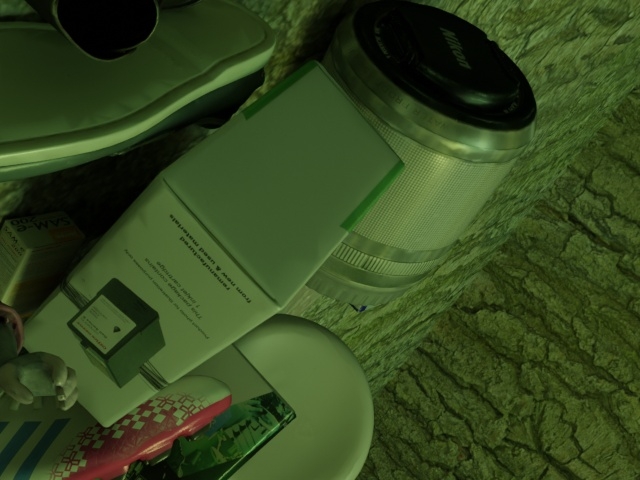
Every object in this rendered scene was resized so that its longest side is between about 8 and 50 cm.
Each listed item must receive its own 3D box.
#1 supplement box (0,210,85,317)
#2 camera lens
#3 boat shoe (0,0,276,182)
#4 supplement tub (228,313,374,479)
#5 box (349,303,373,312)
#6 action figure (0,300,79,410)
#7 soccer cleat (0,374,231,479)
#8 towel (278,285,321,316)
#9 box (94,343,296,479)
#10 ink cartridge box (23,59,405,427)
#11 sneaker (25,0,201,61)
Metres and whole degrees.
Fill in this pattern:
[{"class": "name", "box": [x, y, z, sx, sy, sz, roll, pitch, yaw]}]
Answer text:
[{"class": "supplement box", "box": [-0.253, 0.024, 0.720, 0.098, 0.036, 0.062, -53, 161, 28]}, {"class": "camera lens", "box": [0.075, -0.092, 0.882, 0.219, 0.219, 0.274, -25, 154, -46]}, {"class": "boat shoe", "box": [-0.152, -0.087, 0.571, 0.319, 0.116, 0.099, -34, 160, -48]}, {"class": "supplement tub", "box": [-0.095, 0.228, 1.089, 0.235, 0.235, 0.325, -36, -178, -24]}, {"class": "box", "box": [0.055, 0.013, 1.065, 0.072, 0.126, 0.137, -52, 160, 23]}, {"class": "action figure", "box": [-0.289, 0.097, 0.568, 0.248, 0.275, 0.370, 0, 114, -15]}, {"class": "soccer cleat", "box": [-0.253, 0.177, 0.790, 0.331, 0.143, 0.116, -24, 173, -4]}, {"class": "towel", "box": [0.000, 0.000, 1.200, 0.332, 0.053, 0.317, -41, 161, -14]}, {"class": "box", "box": [-0.220, 0.205, 0.876, 0.322, 0.232, 0.058, -42, 164, -9]}, {"class": "ink cartridge box", "box": [-0.097, 0.010, 0.698, 0.289, 0.121, 0.211, -36, -172, 45]}, {"class": "sneaker", "box": [-0.111, -0.152, 0.504, 0.083, 0.118, 0.222, -54, 160, 26]}]
